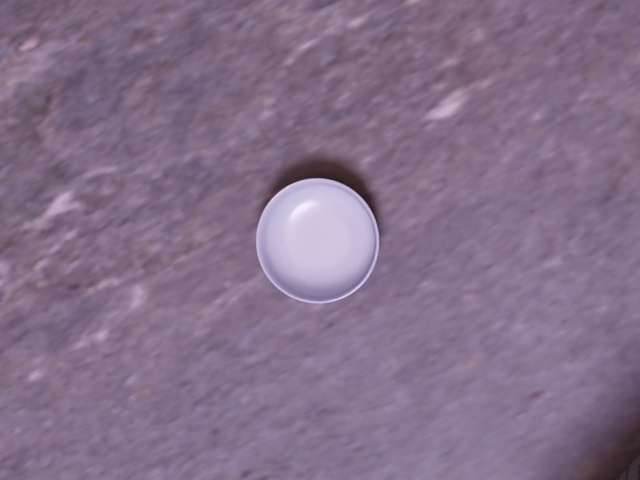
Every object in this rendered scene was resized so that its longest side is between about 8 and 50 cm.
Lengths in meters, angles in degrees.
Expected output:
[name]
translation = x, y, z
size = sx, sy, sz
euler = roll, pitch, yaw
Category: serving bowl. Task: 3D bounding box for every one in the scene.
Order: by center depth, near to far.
[serving bowl]
translation = 0.000, 0.000, 1.108
size = 0.083, 0.027, 0.083
euler = 0, 91, 10

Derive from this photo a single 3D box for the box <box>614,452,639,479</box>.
[box]
translation = 0.242, 0.177, 1.002
size = 0.127, 0.148, 0.232
euler = 41, 99, 7
